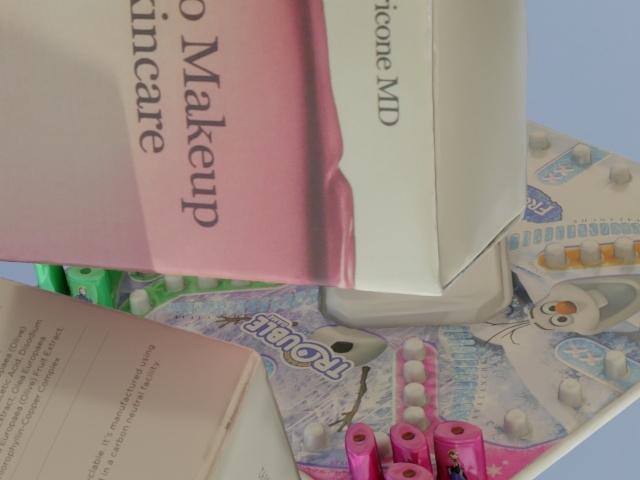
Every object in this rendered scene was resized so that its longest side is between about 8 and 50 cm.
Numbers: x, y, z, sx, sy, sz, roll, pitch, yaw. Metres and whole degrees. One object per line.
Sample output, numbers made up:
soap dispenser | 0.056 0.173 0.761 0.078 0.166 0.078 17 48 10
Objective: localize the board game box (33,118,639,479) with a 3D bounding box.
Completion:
board game box | 0.061 0.007 1.152 0.390 0.050 0.390 -31 -140 -31

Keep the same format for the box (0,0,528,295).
box | -0.041 -0.071 0.714 0.127 0.232 0.148 -37 -53 -62

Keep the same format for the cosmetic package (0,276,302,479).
cosmetic package | -0.209 0.109 0.841 0.366 0.197 0.155 16 -117 15
